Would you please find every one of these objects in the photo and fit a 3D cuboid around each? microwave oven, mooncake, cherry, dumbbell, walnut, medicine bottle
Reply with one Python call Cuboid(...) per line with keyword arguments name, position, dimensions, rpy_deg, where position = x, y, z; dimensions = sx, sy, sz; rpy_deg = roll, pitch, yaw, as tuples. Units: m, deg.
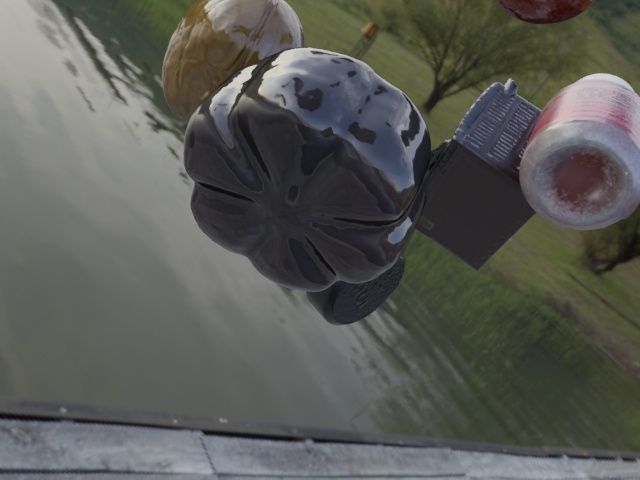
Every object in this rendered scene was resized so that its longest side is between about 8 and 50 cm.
Cuboid(name="microwave oven", position=(0.266, -0.106, 1.117), dimensions=(0.188, 0.247, 0.178), rpy_deg=(37, 58, 7))
Cuboid(name="mooncake", position=(-0.013, -0.060, 0.653), dimensions=(0.245, 0.245, 0.133), rpy_deg=(36, 45, -9))
Cuboid(name="cherry", position=(0.297, -0.288, 0.741), dimensions=(0.226, 0.090, 0.107), rpy_deg=(-3, 31, 12))
Cuboid(name="dumbbell", position=(0.000, 0.000, 1.390), dimensions=(0.204, 0.203, 0.322), rpy_deg=(15, 26, -53))
Cuboid(name="walnut", position=(-0.109, -0.221, 0.864), dimensions=(0.168, 0.207, 0.167), rpy_deg=(25, 32, -17))
Cuboid(name="medicine bottle", position=(0.338, -0.124, 0.856), dimensions=(0.147, 0.147, 0.247), rpy_deg=(39, 39, 0))
